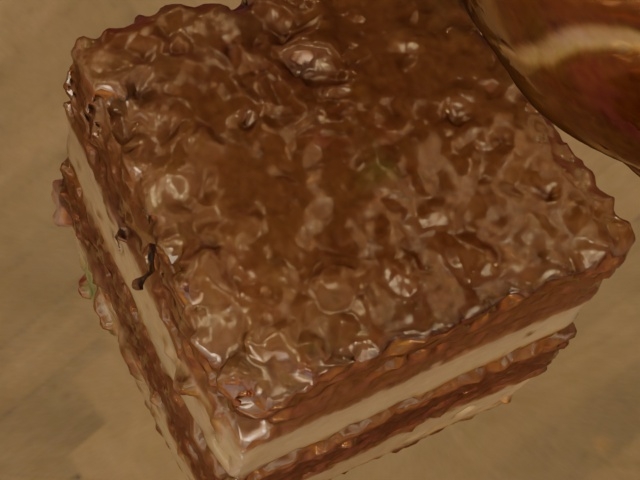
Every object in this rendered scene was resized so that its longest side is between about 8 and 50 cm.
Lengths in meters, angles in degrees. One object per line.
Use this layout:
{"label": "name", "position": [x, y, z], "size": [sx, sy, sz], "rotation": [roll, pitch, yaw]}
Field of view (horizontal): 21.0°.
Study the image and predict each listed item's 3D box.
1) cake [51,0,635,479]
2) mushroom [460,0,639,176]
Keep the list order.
{"label": "cake", "position": [0.000, 0.000, 1.078], "size": [0.282, 0.290, 0.256], "rotation": [-22, 73, -15]}
{"label": "mushroom", "position": [0.163, -0.096, 0.456], "size": [0.301, 0.233, 0.208], "rotation": [17, 91, -29]}
